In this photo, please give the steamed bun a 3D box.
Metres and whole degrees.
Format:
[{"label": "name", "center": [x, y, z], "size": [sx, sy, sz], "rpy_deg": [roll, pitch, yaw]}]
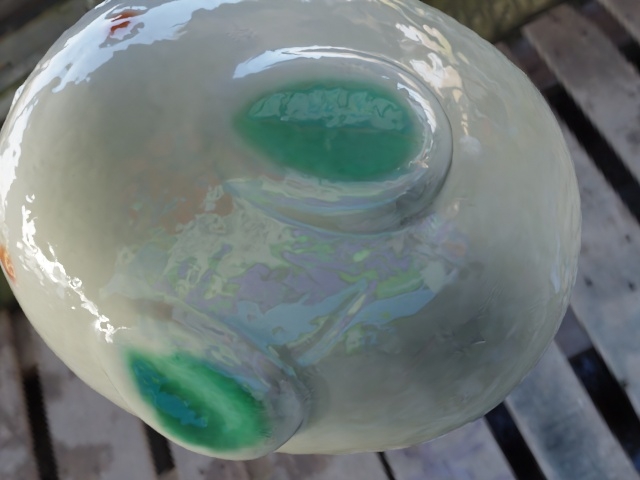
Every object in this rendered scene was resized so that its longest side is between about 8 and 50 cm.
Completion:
[{"label": "steamed bun", "center": [0.000, 0.000, 0.518], "size": [0.177, 0.228, 0.131], "rpy_deg": [-58, 41, 13]}]
